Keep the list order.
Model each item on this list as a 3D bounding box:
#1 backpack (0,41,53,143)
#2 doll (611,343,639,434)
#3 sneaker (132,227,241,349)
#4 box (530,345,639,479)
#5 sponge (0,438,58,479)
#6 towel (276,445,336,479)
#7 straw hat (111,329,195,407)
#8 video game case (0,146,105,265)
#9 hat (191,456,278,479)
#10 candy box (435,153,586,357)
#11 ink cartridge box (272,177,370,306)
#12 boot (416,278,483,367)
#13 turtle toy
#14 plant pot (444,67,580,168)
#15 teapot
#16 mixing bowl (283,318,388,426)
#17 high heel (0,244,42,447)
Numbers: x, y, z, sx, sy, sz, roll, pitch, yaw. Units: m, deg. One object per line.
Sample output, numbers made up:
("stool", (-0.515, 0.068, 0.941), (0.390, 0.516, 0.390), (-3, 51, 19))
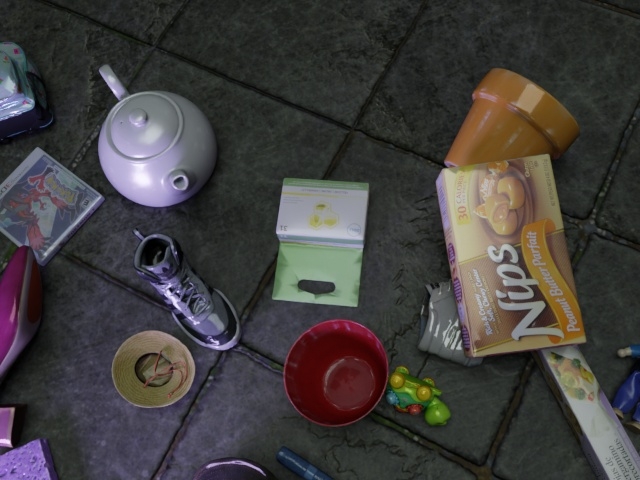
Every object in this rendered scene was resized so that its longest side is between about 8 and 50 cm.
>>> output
("backpack", (-0.679, -0.326, 1.406), (0.166, 0.144, 0.188), (-19, 66, 4))
("doll", (0.563, 0.230, 1.131), (0.129, 0.046, 0.189), (36, 77, 16))
("sneaker", (-0.254, 0.086, 1.204), (0.101, 0.153, 0.268), (-41, 71, -10))
("box", (0.450, 0.291, 1.109), (0.063, 0.067, 0.324), (-23, 70, -2))
("sponge", (-0.508, 0.466, 1.152), (0.117, 0.031, 0.210), (-25, 70, -4))
("towel", (-0.021, 0.390, 1.115), (0.119, 0.067, 0.029), (29, 73, 15))
("straw hat", (-0.301, 0.236, 1.203), (0.144, 0.061, 0.144), (2, 78, -10))
("video game case", (-0.577, -0.074, 1.364), (0.201, 0.023, 0.183), (35, 77, 16))
("hat", (-0.168, 0.501, 0.986), (0.331, 0.134, 0.331), (-9, 76, 41))
("candy box", (0.311, 0.027, 1.107), (0.183, 0.087, 0.316), (-8, 81, 1))
("ink cartridge box", (0.000, 0.000, 1.267), (0.171, 0.056, 0.235), (5, 68, 6))
("boot", (0.249, 0.088, 1.186), (0.123, 0.095, 0.258), (15, 73, 3))
("turtle toy", (0.164, 0.269, 1.137), (0.130, 0.095, 0.066), (23, 95, 14))
("plant pot", (0.339, -0.183, 1.240), (0.205, 0.205, 0.188), (39, 94, 17))
("teapot", (-0.334, -0.204, 1.303), (0.256, 0.187, 0.252), (9, 70, 9))
("mixing bowl", (0.038, 0.236, 1.142), (0.181, 0.098, 0.181), (-8, 64, 16))
("high heel", (-0.626, 0.188, 1.210), (0.181, 0.127, 0.377), (4, 73, -4))
